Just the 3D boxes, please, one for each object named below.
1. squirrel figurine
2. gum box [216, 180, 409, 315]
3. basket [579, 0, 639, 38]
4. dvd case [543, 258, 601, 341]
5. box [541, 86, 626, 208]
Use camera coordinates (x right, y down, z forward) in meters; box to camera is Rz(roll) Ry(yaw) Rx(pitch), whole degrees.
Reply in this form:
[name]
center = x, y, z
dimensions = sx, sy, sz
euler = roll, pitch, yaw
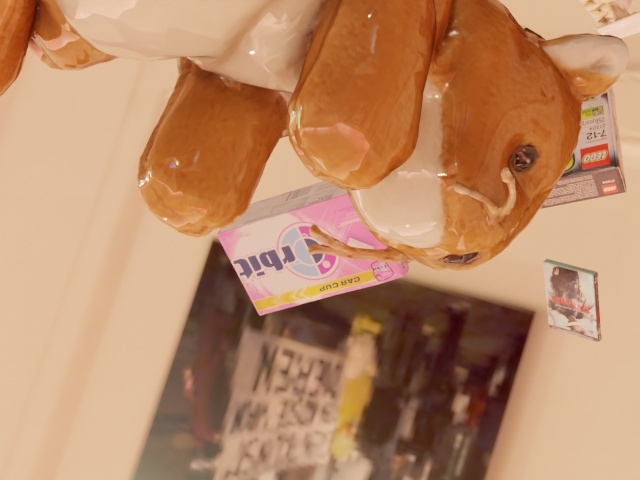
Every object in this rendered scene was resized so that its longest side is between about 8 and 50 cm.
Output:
[squirrel figurine]
center = 0.010, -0.175, 0.814
dimensions = 0.370, 0.397, 0.281
euler = 28, 137, -32
[gum box]
center = 0.000, 0.000, 1.465
dimensions = 0.188, 0.062, 0.107
euler = -16, 113, 26
[basket]
center = 0.320, -0.294, 1.341
dimensions = 0.103, 0.167, 0.113
euler = 45, 149, -22
[dvd case]
center = 0.373, 0.089, 2.042
dimensions = 0.087, 0.013, 0.119
euler = 16, 130, 37
[box]
center = 0.156, -0.075, 1.203
dimensions = 0.207, 0.114, 0.036
euler = -12, 140, 17
